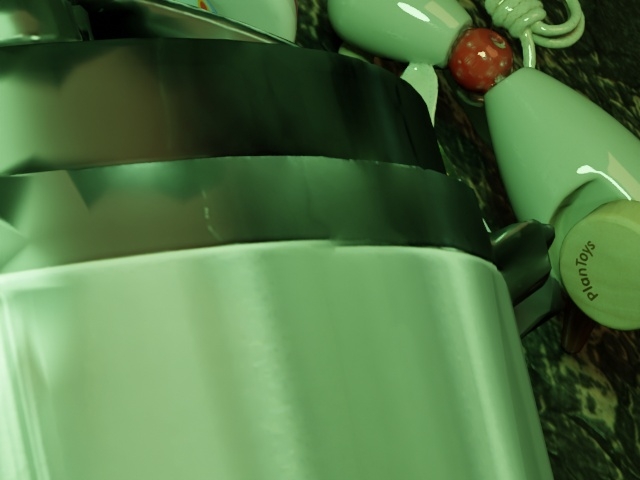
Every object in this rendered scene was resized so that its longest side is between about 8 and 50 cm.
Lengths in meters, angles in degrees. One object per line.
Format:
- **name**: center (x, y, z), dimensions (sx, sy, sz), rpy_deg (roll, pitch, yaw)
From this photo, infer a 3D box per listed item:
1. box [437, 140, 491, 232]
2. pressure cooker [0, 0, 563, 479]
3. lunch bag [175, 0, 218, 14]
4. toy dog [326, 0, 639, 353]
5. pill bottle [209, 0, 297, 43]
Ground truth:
- **box**: center (0.000, 0.000, 1.037), dimensions (0.233, 0.044, 0.159), rpy_deg (-15, 69, -42)
- **pressure cooker**: center (-0.098, 0.115, 0.518), dimensions (0.370, 0.375, 0.420), rpy_deg (16, 59, -71)
- **lunch bag**: center (-0.150, -0.098, 0.858), dimensions (0.219, 0.176, 0.090), rpy_deg (57, 28, -34)
- **toy dog**: center (0.133, -0.047, 1.199), dimensions (0.220, 0.161, 0.334), rpy_deg (-6, 49, -40)
- **pill bottle**: center (-0.094, -0.217, 1.064), dimensions (0.160, 0.160, 0.283), rpy_deg (28, 40, -27)
